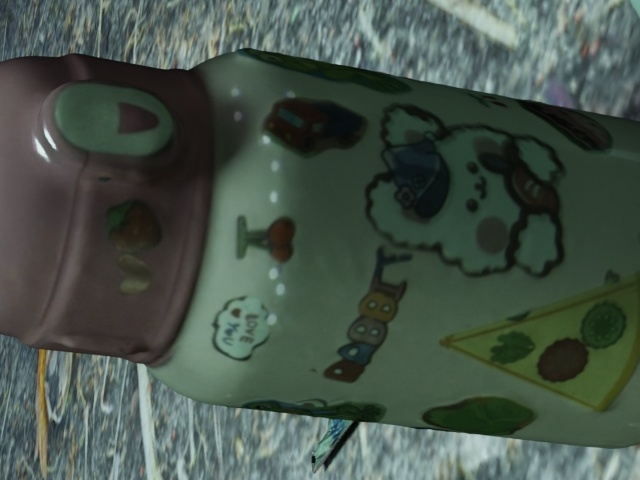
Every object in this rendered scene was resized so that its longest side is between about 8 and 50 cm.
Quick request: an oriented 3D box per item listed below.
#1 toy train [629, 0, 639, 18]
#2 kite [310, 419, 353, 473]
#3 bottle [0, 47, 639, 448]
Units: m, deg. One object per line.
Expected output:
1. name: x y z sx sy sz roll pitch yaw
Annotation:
1. toy train: 0.114 -0.144 0.570 0.407 0.088 0.086 -106 32 -47
2. kite: 0.009 0.046 0.862 0.157 0.011 0.139 0 80 66
3. bottle: 0.000 0.000 0.575 0.120 0.253 0.120 -172 90 -67
